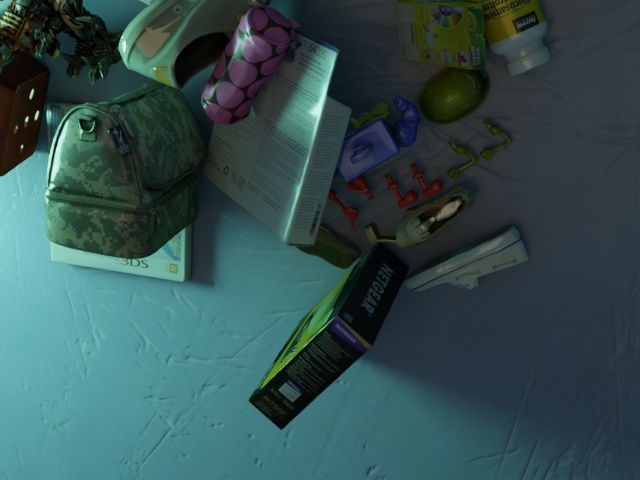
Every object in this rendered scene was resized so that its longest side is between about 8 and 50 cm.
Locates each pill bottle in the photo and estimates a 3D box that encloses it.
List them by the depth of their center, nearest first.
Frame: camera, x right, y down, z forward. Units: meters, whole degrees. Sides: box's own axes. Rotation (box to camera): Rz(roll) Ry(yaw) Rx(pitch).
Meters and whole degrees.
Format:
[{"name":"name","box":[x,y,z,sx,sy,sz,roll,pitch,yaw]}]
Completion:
[{"name":"pill bottle","box":[0.307,-0.366,1.586,0.103,0.103,0.184,-22,99,21]}]

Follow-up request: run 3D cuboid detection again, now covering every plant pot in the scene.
[{"name":"plant pot","box":[-0.662,-0.258,1.838,0.236,0.267,0.267,16,111,-1]}]

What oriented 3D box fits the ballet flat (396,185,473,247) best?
[{"name":"ballet flat","box":[0.194,-0.039,1.714,0.168,0.052,0.057,-39,95,22]}]

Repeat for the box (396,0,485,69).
[{"name":"box","box":[0.205,-0.341,1.602,0.179,0.043,0.105,22,128,46]}]

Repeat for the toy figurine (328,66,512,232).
[{"name":"toy figurine","box":[0.123,-0.146,1.635,0.362,0.217,0.191,-27,91,20]}]

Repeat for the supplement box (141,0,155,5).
[{"name":"supplement box","box":[-0.226,-0.506,1.699,0.111,0.114,0.220,26,110,7]}]

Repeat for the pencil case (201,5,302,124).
[{"name":"pencil case","box":[-0.115,-0.281,1.591,0.095,0.098,0.209,51,134,9]}]

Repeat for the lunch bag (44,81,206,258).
[{"name":"lunch bag","box":[-0.336,-0.134,1.699,0.212,0.305,0.256,9,110,13]}]

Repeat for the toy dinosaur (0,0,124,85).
[{"name":"toy dinosaur","box":[-0.454,-0.398,1.734,0.322,0.164,0.218,-35,121,4]}]

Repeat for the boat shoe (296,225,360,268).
[{"name":"boat shoe","box":[0.001,-0.001,1.823,0.153,0.048,0.056,27,124,15]}]

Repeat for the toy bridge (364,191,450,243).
[{"name":"toy bridge","box":[0.176,-0.030,1.766,0.188,0.026,0.063,-22,100,21]}]

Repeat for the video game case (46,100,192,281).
[{"name":"video game case","box":[-0.393,-0.096,1.912,0.300,0.036,0.329,8,108,14]}]

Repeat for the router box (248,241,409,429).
[{"name":"router box","box":[0.021,0.159,1.705,0.081,0.309,0.243,42,117,-3]}]

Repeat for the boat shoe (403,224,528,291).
[{"name":"boat shoe","box":[0.259,0.053,1.734,0.226,0.083,0.076,-26,96,21]}]

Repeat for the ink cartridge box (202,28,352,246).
[{"name":"ink cartridge box","box":[-0.072,-0.203,1.663,0.324,0.071,0.330,39,118,49]}]

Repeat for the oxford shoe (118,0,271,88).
[{"name":"oxford shoe","box":[-0.130,-0.412,1.613,0.449,0.169,0.130,-43,77,-5]}]
